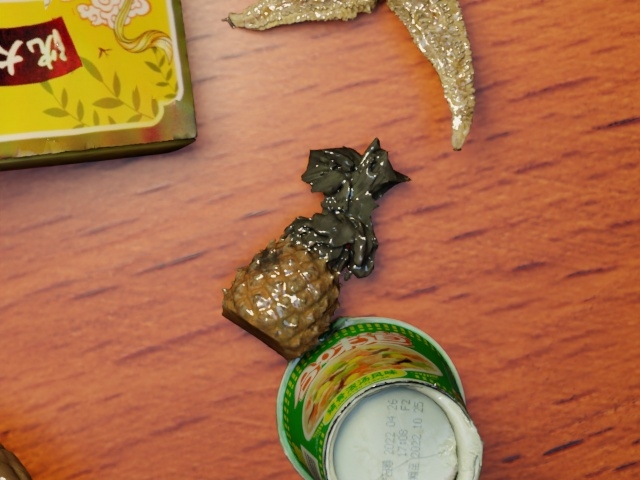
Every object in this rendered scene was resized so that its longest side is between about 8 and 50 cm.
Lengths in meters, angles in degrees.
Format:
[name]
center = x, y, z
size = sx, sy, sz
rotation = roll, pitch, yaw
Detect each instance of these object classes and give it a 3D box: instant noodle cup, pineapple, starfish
[instant noodle cup]
center = 0.060, 0.186, 1.264
size = 0.207, 0.232, 0.207
rotation = 0, 94, -4
[pineapple]
center = 0.000, 0.000, 1.313
size = 0.119, 0.111, 0.237
rotation = 41, 81, -36
[starfish]
center = 0.038, -0.267, 1.303
size = 0.293, 0.084, 0.301
rotation = 14, 90, -2

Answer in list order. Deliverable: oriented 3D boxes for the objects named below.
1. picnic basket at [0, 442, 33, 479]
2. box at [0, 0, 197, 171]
[picnic basket]
center = -0.361, 0.357, 1.202
size = 0.293, 0.337, 0.337
rotation = -36, 96, -1
[box]
center = -0.317, -0.268, 1.159
size = 0.373, 0.138, 0.420
rotation = -9, 95, -38
